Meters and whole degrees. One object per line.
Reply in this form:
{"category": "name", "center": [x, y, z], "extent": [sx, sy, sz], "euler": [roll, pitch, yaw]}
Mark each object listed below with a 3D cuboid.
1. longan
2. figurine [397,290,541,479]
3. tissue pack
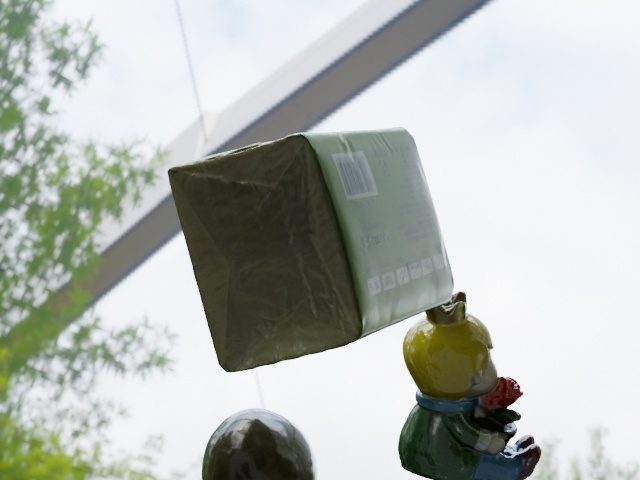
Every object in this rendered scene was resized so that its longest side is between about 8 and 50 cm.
{"category": "longan", "center": [-0.079, 0.332, 1.889], "extent": [0.159, 0.204, 0.185], "euler": [-18, -20, 7]}
{"category": "figurine", "center": [0.187, 0.178, 1.676], "extent": [0.185, 0.127, 0.234], "euler": [8, -83, 6]}
{"category": "tissue pack", "center": [0.000, 0.000, 1.348], "extent": [0.167, 0.274, 0.200], "euler": [-15, -91, 23]}
